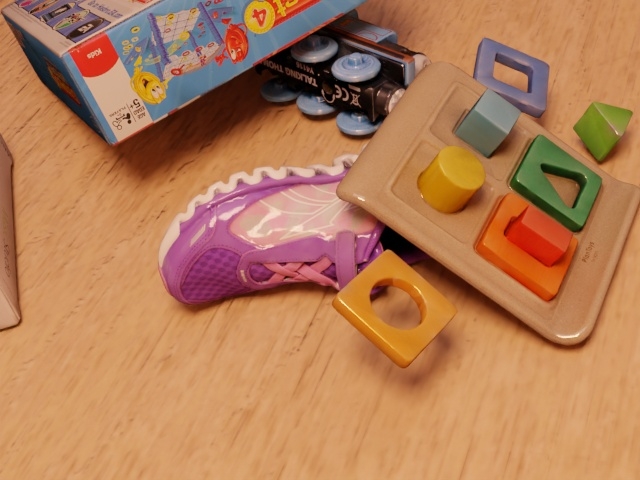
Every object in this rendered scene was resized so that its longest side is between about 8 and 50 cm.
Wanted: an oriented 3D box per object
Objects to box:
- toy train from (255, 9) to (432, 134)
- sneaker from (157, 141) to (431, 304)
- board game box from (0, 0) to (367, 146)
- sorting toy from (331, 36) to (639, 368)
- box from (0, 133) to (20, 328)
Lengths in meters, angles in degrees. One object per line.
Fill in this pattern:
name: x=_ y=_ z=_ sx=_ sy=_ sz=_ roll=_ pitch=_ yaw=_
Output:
toy train: x=0.018 y=-0.162 z=0.914 sx=0.184 sy=0.080 sz=0.105 roll=27 pitch=49 yaw=35
sneaker: x=0.000 y=0.000 z=0.737 sx=0.236 sy=0.095 sz=0.104 roll=-19 pitch=50 yaw=-9
board game box: x=-0.119 y=-0.229 z=0.930 sx=0.302 sy=0.086 sz=0.308 roll=-32 pitch=29 yaw=-12
sorting toy: x=0.131 y=-0.041 z=0.716 sx=0.196 sy=0.047 sz=0.347 roll=32 pitch=49 yaw=2
box: x=-0.416 y=0.021 z=0.832 sx=0.322 sy=0.058 sz=0.232 roll=-16 pitch=42 yaw=-6
